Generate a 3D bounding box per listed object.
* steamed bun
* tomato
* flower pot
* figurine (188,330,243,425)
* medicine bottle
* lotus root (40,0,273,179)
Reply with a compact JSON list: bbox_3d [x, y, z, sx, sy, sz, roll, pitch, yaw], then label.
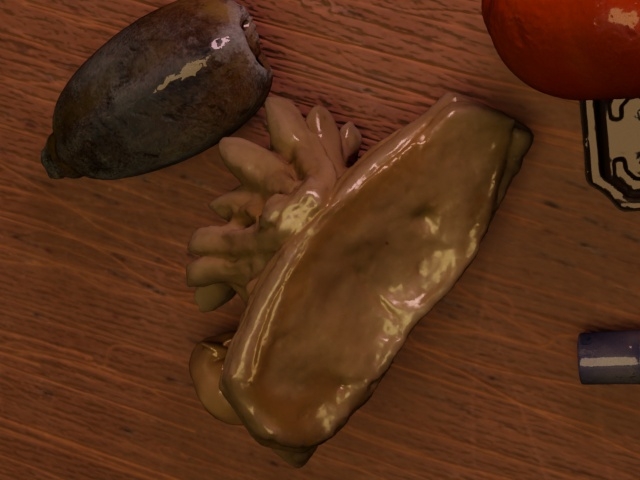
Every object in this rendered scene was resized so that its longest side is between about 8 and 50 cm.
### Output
[{"bbox_3d":[0.000,0.000,1.454,0.247,0.189,0.428,32,91,-28],"label":"steamed bun"},{"bbox_3d":[0.280,-0.236,1.312,0.259,0.260,0.180,-16,125,19],"label":"tomato"},{"bbox_3d":[0.382,-0.113,1.386,0.250,0.084,0.179,-3,101,18],"label":"flower pot"},{"bbox_3d":[-0.055,0.127,1.570,0.196,0.114,0.108,-36,68,10],"label":"figurine"},{"bbox_3d":[0.387,0.120,1.451,0.230,0.059,0.059,-3,102,17],"label":"medicine bottle"},{"bbox_3d":[-0.199,-0.147,1.524,0.322,0.140,0.158,-28,94,23],"label":"lotus root"}]
